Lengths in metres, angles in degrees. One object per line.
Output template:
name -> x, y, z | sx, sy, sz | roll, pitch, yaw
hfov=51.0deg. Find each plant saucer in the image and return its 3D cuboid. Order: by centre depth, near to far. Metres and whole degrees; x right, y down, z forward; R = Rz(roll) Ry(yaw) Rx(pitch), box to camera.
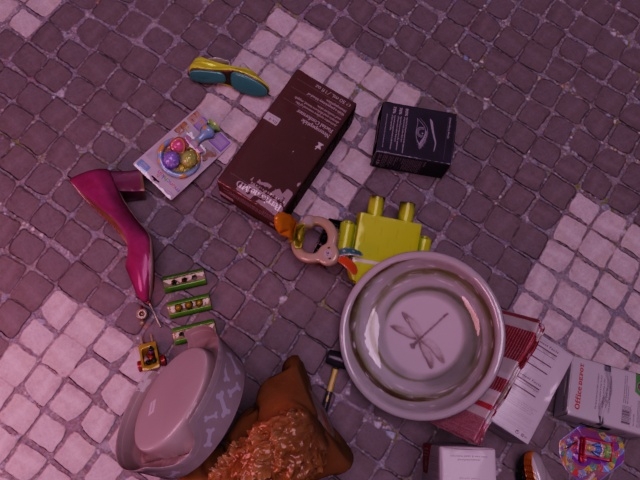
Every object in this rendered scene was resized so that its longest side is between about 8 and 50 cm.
plant saucer -> 0.247, 0.227, 1.622 | 0.401, 0.100, 0.400 | -4, 79, 21

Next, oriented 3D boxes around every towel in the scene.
towel -> 0.372, 0.309, 1.615 | 0.037, 0.237, 0.329 | 43, 73, -29

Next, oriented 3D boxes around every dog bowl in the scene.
dog bowl -> -0.304, 0.362, 1.483 | 0.102, 0.349, 0.348 | 39, 74, -26

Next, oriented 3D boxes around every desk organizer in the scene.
desk organizer -> 0.016, 0.003, 1.746 | 0.047, 0.050, 0.130 | 24, 75, 3

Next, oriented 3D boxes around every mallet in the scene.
mallet -> 0.033, 0.369, 1.662 | 0.062, 0.039, 0.189 | 9, 79, 2

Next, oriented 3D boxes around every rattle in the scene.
rattle -> 0.000, 0.000, 1.642 | 0.130, 0.142, 0.200 | -41, 59, -17

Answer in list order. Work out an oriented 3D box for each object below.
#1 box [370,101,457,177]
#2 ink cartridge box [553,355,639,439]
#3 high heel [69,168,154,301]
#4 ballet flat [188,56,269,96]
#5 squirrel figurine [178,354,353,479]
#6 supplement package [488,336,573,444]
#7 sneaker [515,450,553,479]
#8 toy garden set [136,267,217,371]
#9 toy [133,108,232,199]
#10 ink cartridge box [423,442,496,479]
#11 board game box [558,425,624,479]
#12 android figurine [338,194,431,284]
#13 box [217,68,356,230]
box -> 0.250, -0.268, 1.803 | 0.207, 0.108, 0.153 | 11, 75, -1
ink cartridge box -> 0.699, 0.390, 1.662 | 0.208, 0.087, 0.153 | 17, 67, 1
high heel -> -0.517, -0.011, 1.676 | 0.181, 0.127, 0.377 | -7, 61, -16
ballet flat -> -0.245, -0.460, 1.844 | 0.231, 0.077, 0.077 | 13, 58, 2
squirrel figurine -> -0.153, 0.481, 1.443 | 0.370, 0.397, 0.281 | -30, 90, 3
supplement package -> 0.482, 0.354, 1.639 | 0.134, 0.139, 0.244 | 33, 74, 4
sneaker -> 0.559, 0.626, 1.605 | 0.121, 0.099, 0.262 | -14, 84, -15
toy garden set -> -0.368, 0.204, 1.669 | 0.204, 0.049, 0.244 | -13, 76, -7
toy -> -0.355, -0.237, 1.761 | 0.137, 0.056, 0.237 | 44, 65, -3
ink cartridge box -> 0.310, 0.618, 1.514 | 0.131, 0.226, 0.306 | 1, 76, -2
board game box -> 0.680, 0.522, 1.662 | 0.169, 0.033, 0.133 | -32, 79, -11
android figurine -> 0.162, 0.027, 1.726 | 0.248, 0.056, 0.272 | 9, 89, -10
box -> -0.086, -0.237, 1.760 | 0.191, 0.143, 0.381 | 31, 77, 5
